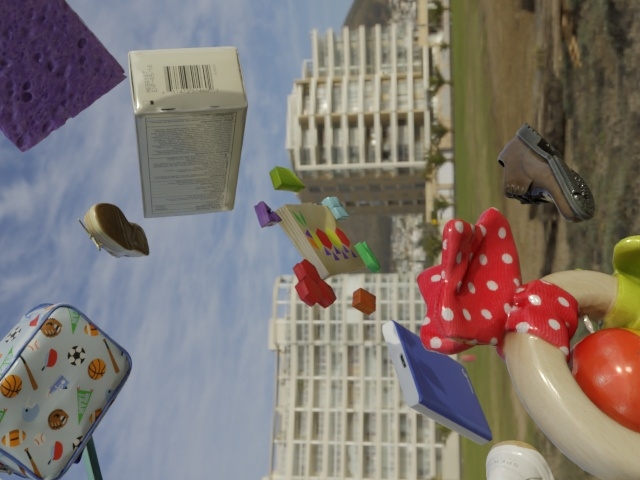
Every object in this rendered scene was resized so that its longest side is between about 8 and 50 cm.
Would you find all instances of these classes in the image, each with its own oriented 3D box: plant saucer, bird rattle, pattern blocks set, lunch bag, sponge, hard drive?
[{"bbox_3d":[-0.530,0.500,1.662,0.067,0.018,0.191,94,159,-75],"label":"plant saucer"},{"bbox_3d":[0.194,0.069,0.502,0.143,0.254,0.206,-56,41,38],"label":"bird rattle"},{"bbox_3d":[0.000,0.000,1.183,0.325,0.026,0.285,9,-133,-60],"label":"pattern blocks set"},{"bbox_3d":[-0.500,0.283,1.324,0.243,0.115,0.303,52,-129,-31],"label":"lunch bag"},{"bbox_3d":[-0.271,-0.181,0.586,0.210,0.117,0.031,53,179,-39],"label":"sponge"},{"bbox_3d":[0.267,0.325,1.635,0.319,0.040,0.210,35,-152,-42],"label":"hard drive"}]

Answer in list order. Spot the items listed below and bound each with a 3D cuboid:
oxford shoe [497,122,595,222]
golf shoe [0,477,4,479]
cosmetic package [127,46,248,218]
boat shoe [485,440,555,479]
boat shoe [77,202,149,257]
[{"bbox_3d":[0.317,-0.078,1.032,0.083,0.096,0.227,37,-160,-24],"label":"oxford shoe"},{"bbox_3d":[-0.638,0.599,1.322,0.306,0.140,0.115,-60,19,-16],"label":"golf shoe"},{"bbox_3d":[-0.208,-0.157,1.128,0.309,0.160,0.113,115,146,-63],"label":"cosmetic package"},{"bbox_3d":[0.272,0.384,0.880,0.277,0.098,0.096,58,-144,-6],"label":"boat shoe"},{"bbox_3d":[-0.470,-0.006,1.626,0.285,0.089,0.104,66,-172,-73],"label":"boat shoe"}]
